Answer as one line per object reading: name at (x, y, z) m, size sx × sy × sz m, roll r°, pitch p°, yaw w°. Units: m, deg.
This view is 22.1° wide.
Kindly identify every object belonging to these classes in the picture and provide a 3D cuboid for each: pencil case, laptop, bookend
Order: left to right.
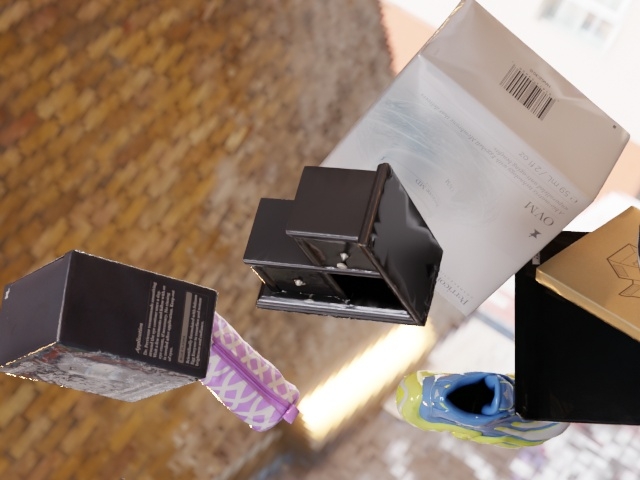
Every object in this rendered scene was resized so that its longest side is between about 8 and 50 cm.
pencil case at (-0.118, 0.158, 2.106) m, size 0.088 × 0.206 × 0.086 m, roll -9°, pitch 43°, yaw 55°
bookend at (0.000, 0.000, 1.322) m, size 0.157 × 0.156 × 0.072 m, roll 54°, pitch -134°, yaw -57°
laptop at (0.344, 0.125, 1.846) m, size 0.264 × 0.136 × 0.234 m, roll 33°, pitch -129°, yaw -44°

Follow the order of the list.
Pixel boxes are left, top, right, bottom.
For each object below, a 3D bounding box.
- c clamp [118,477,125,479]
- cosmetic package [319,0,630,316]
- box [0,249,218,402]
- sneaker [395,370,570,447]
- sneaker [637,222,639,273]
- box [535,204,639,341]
c clamp at (-0.201, 0.356, 2.091) m, size 0.022 × 0.137 × 0.161 m, roll -52°, pitch -34°, yaw -14°
cosmetic package at (0.150, -0.082, 1.680) m, size 0.225 × 0.224 × 0.138 m, roll -48°, pitch 3°, yaw 44°
box at (-0.208, 0.086, 1.564) m, size 0.156 × 0.158 × 0.093 m, roll -24°, pitch 55°, yaw 54°
sneaker at (0.214, 0.199, 1.919) m, size 0.126 × 0.240 × 0.091 m, roll 168°, pitch 105°, yaw -66°
sneaker at (0.388, -0.071, 1.116) m, size 0.447 × 0.169 × 0.257 m, roll -41°, pitch -47°, yaw -18°
box at (0.352, 0.045, 1.698) m, size 0.164 × 0.201 × 0.021 m, roll -30°, pitch -44°, yaw -32°
